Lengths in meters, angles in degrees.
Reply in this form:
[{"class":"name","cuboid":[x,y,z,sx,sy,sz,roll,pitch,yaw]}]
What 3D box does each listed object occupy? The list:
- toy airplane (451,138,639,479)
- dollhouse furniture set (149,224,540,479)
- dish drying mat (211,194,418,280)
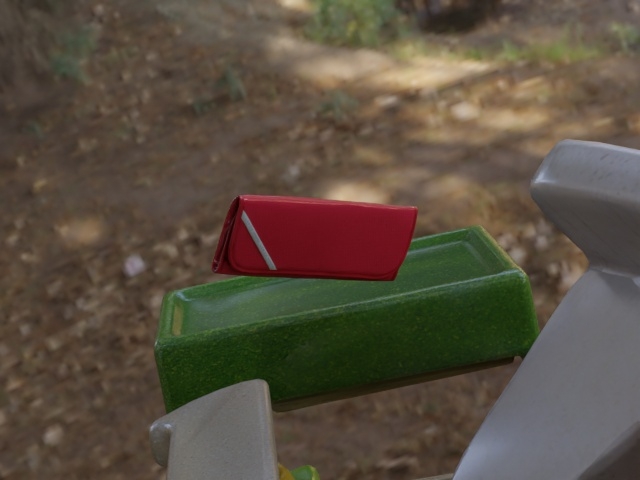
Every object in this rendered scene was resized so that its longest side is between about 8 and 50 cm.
[{"class":"toy airplane","cuboid":[0.202,0.050,0.276,0.386,0.272,0.384,-49,12,33]},{"class":"dollhouse furniture set","cuboid":[0.029,0.131,0.493,0.151,0.197,0.301,-10,13,-2]},{"class":"dish drying mat","cuboid":[0.000,0.000,0.498,0.083,0.032,0.008,4,21,-37]}]
